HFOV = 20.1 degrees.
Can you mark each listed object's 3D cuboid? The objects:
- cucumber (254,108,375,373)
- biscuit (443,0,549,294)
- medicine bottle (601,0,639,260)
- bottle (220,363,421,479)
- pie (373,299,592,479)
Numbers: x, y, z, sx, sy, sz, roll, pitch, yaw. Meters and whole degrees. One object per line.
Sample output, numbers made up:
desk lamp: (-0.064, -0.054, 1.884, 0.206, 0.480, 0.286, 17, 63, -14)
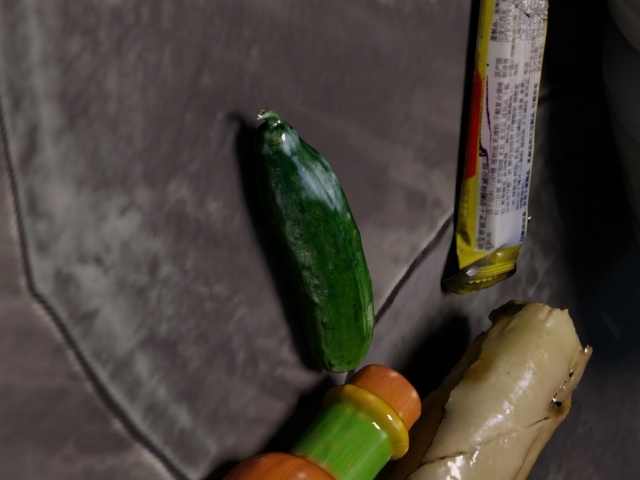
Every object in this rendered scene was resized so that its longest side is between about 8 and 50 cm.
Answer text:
cucumber: (0.000, 0.000, 0.772, 0.037, 0.037, 0.155, -48, 139, -31)
biscuit: (0.091, -0.114, 0.856, 0.048, 0.026, 0.292, -16, 117, -46)
medicine bottle: (0.263, -0.100, 0.906, 0.245, 0.245, 0.306, -49, 137, -30)
bottle: (-0.020, 0.125, 0.773, 0.187, 0.069, 0.069, -49, 139, -31)
pie: (0.036, 0.146, 0.841, 0.282, 0.068, 0.128, -57, 179, -27)
